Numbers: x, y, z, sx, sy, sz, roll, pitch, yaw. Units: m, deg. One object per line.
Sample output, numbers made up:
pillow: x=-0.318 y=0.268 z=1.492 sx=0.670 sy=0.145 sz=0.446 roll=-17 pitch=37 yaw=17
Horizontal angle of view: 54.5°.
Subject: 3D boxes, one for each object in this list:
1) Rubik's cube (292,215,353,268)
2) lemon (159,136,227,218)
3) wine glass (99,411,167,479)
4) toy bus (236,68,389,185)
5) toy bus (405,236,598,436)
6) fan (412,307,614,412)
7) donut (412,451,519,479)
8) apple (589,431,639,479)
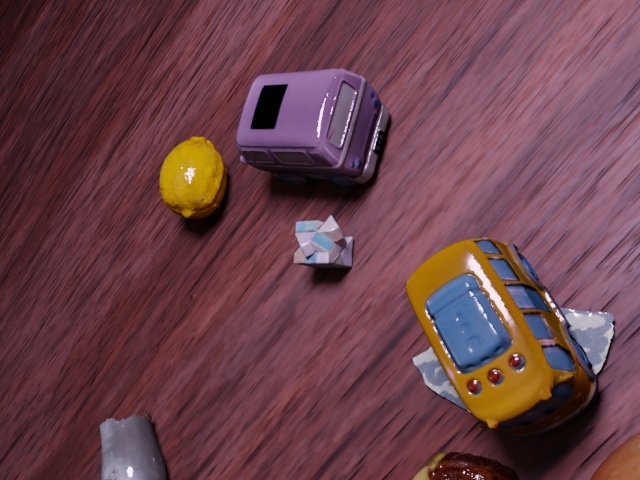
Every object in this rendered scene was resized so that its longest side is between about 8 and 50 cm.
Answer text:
Rubik's cube: x=0.003 y=0.000 z=0.868 sx=0.075 sy=0.084 sz=0.073 roll=1 pitch=79 yaw=22
lemon: x=-0.214 y=-0.107 z=1.053 sx=0.114 sy=0.114 sz=0.155 roll=-14 pitch=62 yaw=34
wine glass: x=-0.284 y=0.378 z=0.950 sx=0.103 sy=0.103 sz=0.222 roll=-37 pitch=56 yaw=23
toy bus: x=-0.021 y=-0.164 z=0.899 sx=0.202 sy=0.142 sz=0.142 roll=8 pitch=80 yaw=39
toy bus: x=0.179 y=0.096 z=0.646 sx=0.126 sy=0.136 sz=0.209 roll=-38 pitch=59 yaw=24
fan: x=0.212 y=0.135 z=0.702 sx=0.240 sy=0.009 sz=0.131 roll=-19 pitch=64 yaw=32
donut: x=0.152 y=0.294 z=0.667 sx=0.140 sy=0.059 sz=0.140 roll=-12 pitch=71 yaw=37
apple: x=0.319 y=0.270 z=0.352 sx=0.305 sy=0.338 sz=0.338 roll=-10 pitch=68 yaw=50
